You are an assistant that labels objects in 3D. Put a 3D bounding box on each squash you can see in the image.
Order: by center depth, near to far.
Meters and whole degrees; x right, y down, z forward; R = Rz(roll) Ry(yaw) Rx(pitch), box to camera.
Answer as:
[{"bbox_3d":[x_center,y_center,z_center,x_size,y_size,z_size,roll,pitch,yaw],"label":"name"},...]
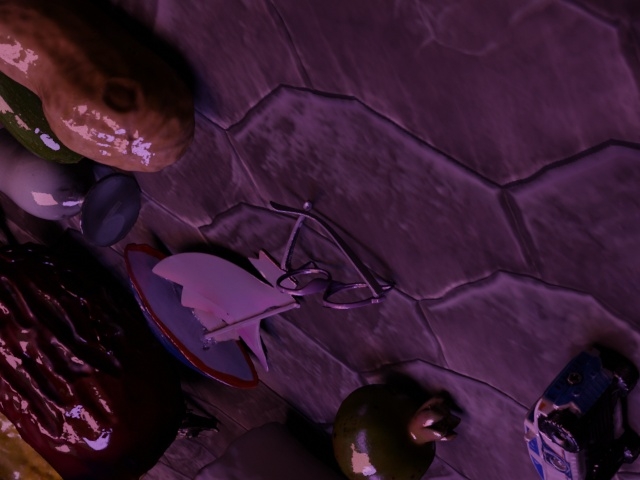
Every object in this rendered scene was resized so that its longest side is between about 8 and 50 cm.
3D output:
[{"bbox_3d":[-0.326,-0.168,1.377,0.219,0.077,0.068,59,-167,-27],"label":"squash"}]

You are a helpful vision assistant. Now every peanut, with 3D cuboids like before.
[{"bbox_3d":[-0.218,-0.151,1.175,0.236,0.120,0.110,36,177,8],"label":"peanut"}]

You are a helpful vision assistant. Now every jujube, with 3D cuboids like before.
[{"bbox_3d":[-0.345,0.171,1.768,0.376,0.258,0.258,55,157,7],"label":"jujube"}]

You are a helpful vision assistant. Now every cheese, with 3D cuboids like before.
[{"bbox_3d":[-0.109,0.403,1.631,0.153,0.332,0.292,40,-165,16],"label":"cheese"}]

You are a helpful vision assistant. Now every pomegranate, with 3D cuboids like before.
[{"bbox_3d":[0.079,0.196,1.305,0.142,0.114,0.114,-23,113,37],"label":"pomegranate"}]

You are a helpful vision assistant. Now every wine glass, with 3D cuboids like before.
[{"bbox_3d":[-0.305,-0.067,1.484,0.202,0.093,0.093,25,150,37],"label":"wine glass"}]

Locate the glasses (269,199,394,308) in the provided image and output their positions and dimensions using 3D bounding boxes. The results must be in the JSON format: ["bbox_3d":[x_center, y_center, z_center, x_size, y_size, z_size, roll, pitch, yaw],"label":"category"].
[{"bbox_3d":[0.000,0.000,1.192,0.140,0.063,0.103,13,120,50],"label":"glasses"}]

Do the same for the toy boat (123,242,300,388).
[{"bbox_3d":[-0.135,0.063,1.467,0.219,0.072,0.318,37,152,8],"label":"toy boat"}]

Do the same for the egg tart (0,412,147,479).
[{"bbox_3d":[-0.410,0.277,2.040,0.345,0.345,0.132,46,-166,-3],"label":"egg tart"}]

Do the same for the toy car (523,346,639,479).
[{"bbox_3d":[0.210,0.157,1.048,0.070,0.080,0.170,30,153,34],"label":"toy car"}]

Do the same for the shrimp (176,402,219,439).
[{"bbox_3d":[-0.274,0.206,1.896,0.262,0.051,0.198,7,112,16],"label":"shrimp"}]

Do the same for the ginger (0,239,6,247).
[{"bbox_3d":[-0.508,-0.005,1.937,0.089,0.075,0.288,12,143,11],"label":"ginger"}]
